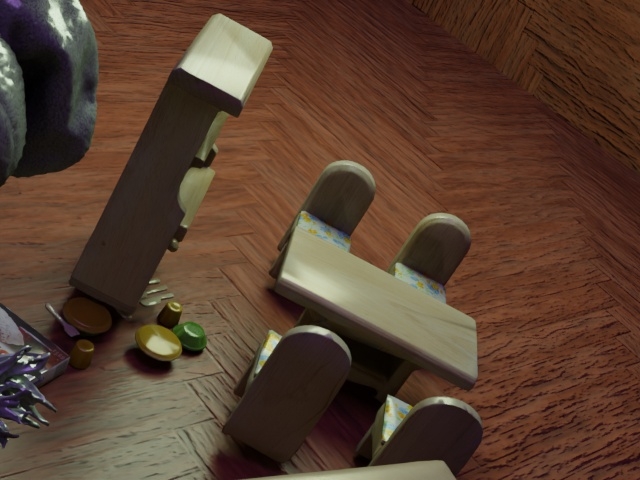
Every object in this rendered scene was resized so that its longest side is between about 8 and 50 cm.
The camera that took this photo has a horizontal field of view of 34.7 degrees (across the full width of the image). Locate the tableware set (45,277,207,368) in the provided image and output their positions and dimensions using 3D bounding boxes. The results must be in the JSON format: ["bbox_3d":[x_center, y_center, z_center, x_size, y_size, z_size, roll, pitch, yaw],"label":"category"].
[{"bbox_3d":[-0.184,0.087,0.987,0.104,0.024,0.154,44,31,22],"label":"tableware set"}]

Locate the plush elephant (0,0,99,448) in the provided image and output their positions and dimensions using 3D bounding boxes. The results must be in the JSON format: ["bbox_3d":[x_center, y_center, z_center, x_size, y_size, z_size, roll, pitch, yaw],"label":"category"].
[{"bbox_3d":[-0.273,-0.048,0.584,0.330,0.255,0.272,28,27,3],"label":"plush elephant"}]

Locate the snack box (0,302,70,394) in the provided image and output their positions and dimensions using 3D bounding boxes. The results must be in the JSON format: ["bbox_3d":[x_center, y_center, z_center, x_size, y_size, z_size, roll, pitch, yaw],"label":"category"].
[{"bbox_3d":[-0.310,0.071,0.905,0.178,0.022,0.064,34,30,13],"label":"snack box"}]

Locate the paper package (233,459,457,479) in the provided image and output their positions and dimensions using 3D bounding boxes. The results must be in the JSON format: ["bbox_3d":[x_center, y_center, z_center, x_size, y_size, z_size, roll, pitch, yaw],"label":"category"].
[{"bbox_3d":[0.001,0.305,0.626,0.325,0.168,0.309,5,35,-37],"label":"paper package"}]

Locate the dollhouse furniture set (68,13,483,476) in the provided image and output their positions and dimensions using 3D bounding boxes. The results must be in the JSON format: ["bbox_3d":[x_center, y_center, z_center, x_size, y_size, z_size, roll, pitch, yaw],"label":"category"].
[{"bbox_3d":[0.000,0.000,1.009,0.394,0.256,0.362,28,28,-8],"label":"dollhouse furniture set"}]
